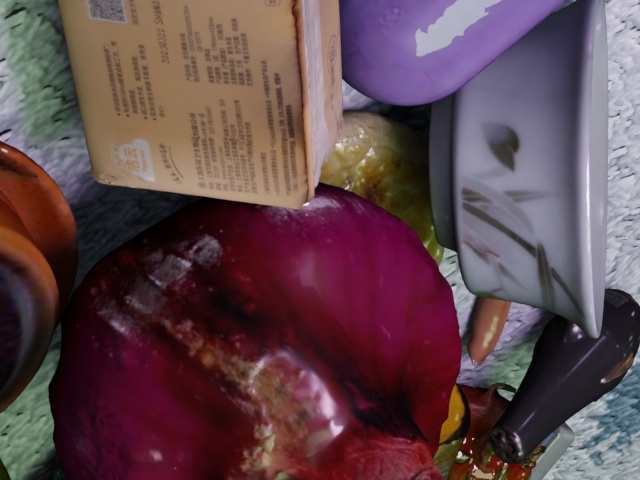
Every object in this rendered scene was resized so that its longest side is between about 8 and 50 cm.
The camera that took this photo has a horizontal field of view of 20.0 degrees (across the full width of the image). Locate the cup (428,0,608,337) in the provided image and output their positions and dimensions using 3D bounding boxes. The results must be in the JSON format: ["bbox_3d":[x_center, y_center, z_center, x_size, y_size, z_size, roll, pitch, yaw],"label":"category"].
[{"bbox_3d":[0.198,-0.076,1.798,0.163,0.347,0.347,0,137,11],"label":"cup"}]

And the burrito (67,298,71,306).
[{"bbox_3d":[-0.184,0.085,1.823,0.051,0.042,0.171,-33,139,26],"label":"burrito"}]

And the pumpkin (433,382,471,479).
[{"bbox_3d":[0.009,0.266,1.981,0.325,0.242,0.232,-7,121,-28],"label":"pumpkin"}]

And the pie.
[{"bbox_3d":[0.000,0.000,1.861,0.338,0.075,0.337,-19,134,-21],"label":"pie"}]

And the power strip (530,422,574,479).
[{"bbox_3d":[0.242,0.314,2.271,0.061,0.145,0.215,21,112,-44],"label":"power strip"}]

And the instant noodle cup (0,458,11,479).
[{"bbox_3d":[-0.363,0.265,1.778,0.122,0.151,0.151,-22,137,-5],"label":"instant noodle cup"}]

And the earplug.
[{"bbox_3d":[0.182,-0.305,1.638,0.456,0.215,0.215,-43,139,8],"label":"earplug"}]

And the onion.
[{"bbox_3d":[-0.019,0.149,1.608,0.398,0.420,0.398,-12,114,-28],"label":"onion"}]

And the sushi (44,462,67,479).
[{"bbox_3d":[-0.223,0.359,1.910,0.239,0.225,0.219,-14,154,19],"label":"sushi"}]

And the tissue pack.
[{"bbox_3d":[-0.089,-0.215,1.535,0.239,0.238,0.305,-23,136,-19],"label":"tissue pack"}]

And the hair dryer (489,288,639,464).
[{"bbox_3d":[0.270,0.054,2.076,0.304,0.120,0.359,-37,129,-42],"label":"hair dryer"}]

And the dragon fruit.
[{"bbox_3d":[0.152,0.245,2.167,0.236,0.135,0.137,-9,133,-3],"label":"dragon fruit"}]

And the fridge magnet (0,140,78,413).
[{"bbox_3d":[-0.374,0.061,1.568,0.364,0.155,0.363,-21,136,-22],"label":"fridge magnet"}]

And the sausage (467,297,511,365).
[{"bbox_3d":[0.207,0.064,2.096,0.040,0.047,0.176,6,123,-19],"label":"sausage"}]
